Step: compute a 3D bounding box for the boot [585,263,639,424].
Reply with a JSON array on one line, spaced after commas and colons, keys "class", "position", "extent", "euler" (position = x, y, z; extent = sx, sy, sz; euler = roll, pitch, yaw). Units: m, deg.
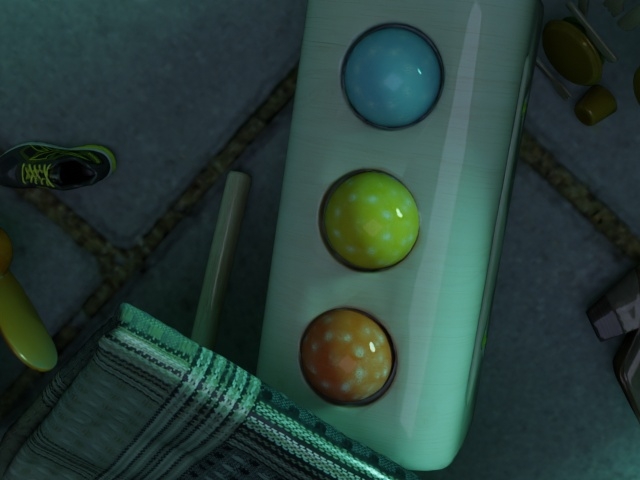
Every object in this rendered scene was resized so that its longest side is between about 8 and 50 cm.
[{"class": "boot", "position": [0.238, 0.069, 0.735], "extent": [0.087, 0.042, 0.118], "euler": [-25, 106, 8]}]

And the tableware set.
[{"class": "tableware set", "position": [0.182, -0.104, 0.629], "extent": [0.024, 0.154, 0.104], "euler": [-39, 89, -15]}]

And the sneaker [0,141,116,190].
[{"class": "sneaker", "position": [-0.180, -0.049, 0.716], "extent": [0.083, 0.035, 0.031], "euler": [-6, 107, 4]}]

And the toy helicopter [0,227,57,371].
[{"class": "toy helicopter", "position": [-0.308, 0.001, 0.692], "extent": [0.235, 0.140, 0.355], "euler": [-17, 99, 11]}]

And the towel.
[{"class": "towel", "position": [-0.050, 0.186, 0.684], "extent": [0.312, 0.056, 0.324], "euler": [33, 145, -10]}]

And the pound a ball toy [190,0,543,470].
[{"class": "pound a ball toy", "position": [0.000, 0.000, 0.648], "extent": [0.208, 0.136, 0.319], "euler": [12, 100, 16]}]
